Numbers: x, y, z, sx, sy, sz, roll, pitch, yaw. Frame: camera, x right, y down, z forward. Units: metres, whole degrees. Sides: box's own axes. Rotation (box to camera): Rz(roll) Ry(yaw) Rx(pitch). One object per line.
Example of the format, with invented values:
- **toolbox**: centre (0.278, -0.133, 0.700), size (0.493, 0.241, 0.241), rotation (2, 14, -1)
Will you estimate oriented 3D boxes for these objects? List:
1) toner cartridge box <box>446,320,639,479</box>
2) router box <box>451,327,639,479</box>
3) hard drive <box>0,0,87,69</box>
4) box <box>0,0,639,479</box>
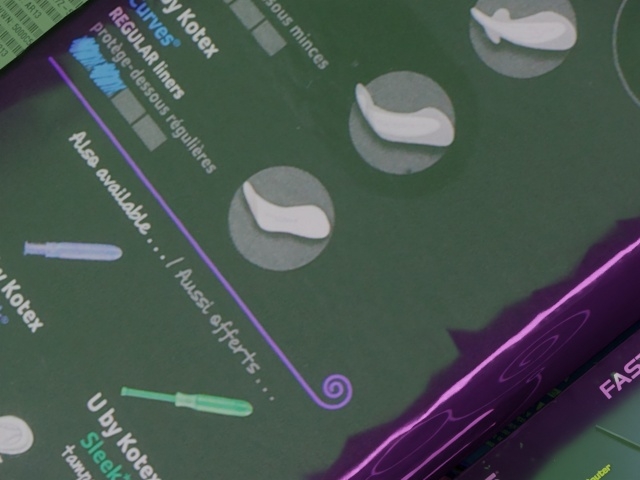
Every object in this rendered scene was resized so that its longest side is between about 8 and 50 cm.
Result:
- **toner cartridge box**: centre (0.111, 0.025, 0.602), size (0.348, 0.075, 0.165), rotation (26, 82, 12)
- **router box**: centre (0.104, 0.084, 0.529), size (0.122, 0.038, 0.092), rotation (-39, 75, -3)
- **hard drive**: centre (-0.100, -0.050, 0.735), size (0.339, 0.064, 0.237), rotation (-42, 65, -5)
- **box**: centre (0.000, 0.000, 0.488), size (0.270, 0.165, 0.143), rotation (-39, 77, -1)
